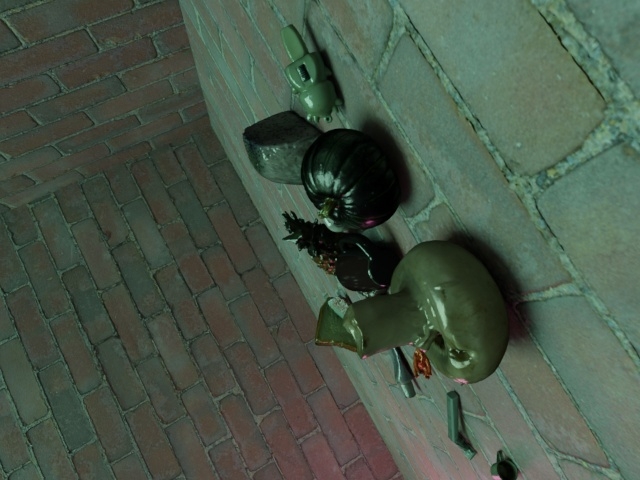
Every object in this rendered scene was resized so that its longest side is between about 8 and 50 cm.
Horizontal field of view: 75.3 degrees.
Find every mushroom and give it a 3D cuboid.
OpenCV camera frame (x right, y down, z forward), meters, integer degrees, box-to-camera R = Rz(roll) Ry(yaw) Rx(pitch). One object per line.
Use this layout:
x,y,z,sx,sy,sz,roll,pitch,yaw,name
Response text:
0.201,0.160,0.817,0.292,0.290,0.292,157,90,-78,mushroom

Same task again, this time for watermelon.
0.126,0.331,1.980,0.180,0.081,0.094,48,152,-8,watermelon

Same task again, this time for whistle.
-0.028,-0.401,1.012,0.244,0.110,0.092,63,-158,-10,whistle

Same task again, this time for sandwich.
0.125,0.420,2.047,0.099,0.289,0.254,93,-168,-54,sandwich

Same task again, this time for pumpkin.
0.064,-0.130,0.959,0.250,0.216,0.250,31,160,13,pumpkin

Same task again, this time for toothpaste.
0.298,0.473,1.615,0.099,0.068,0.282,-33,77,50,toothpaste

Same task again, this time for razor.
0.426,0.581,1.320,0.111,0.056,0.277,45,159,56,razor

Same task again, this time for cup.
0.498,0.630,1.147,0.075,0.054,0.083,54,167,28,cup

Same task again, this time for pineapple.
0.000,0.000,1.344,0.340,0.169,0.169,38,-170,-50,pineapple

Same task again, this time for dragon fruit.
-0.116,-0.274,1.355,0.283,0.221,0.204,45,152,47,dragon fruit

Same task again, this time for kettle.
0.136,0.060,1.214,0.202,0.144,0.232,55,162,-5,kettle

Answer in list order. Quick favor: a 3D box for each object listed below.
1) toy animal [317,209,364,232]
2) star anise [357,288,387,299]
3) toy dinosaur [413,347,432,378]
0.058,-0.090,1.214,0.179,0.138,0.166,157,102,-72,toy animal
0.185,0.194,1.441,0.196,0.073,0.212,67,169,-7,star anise
0.321,0.386,1.332,0.279,0.055,0.101,73,-174,-48,toy dinosaur
